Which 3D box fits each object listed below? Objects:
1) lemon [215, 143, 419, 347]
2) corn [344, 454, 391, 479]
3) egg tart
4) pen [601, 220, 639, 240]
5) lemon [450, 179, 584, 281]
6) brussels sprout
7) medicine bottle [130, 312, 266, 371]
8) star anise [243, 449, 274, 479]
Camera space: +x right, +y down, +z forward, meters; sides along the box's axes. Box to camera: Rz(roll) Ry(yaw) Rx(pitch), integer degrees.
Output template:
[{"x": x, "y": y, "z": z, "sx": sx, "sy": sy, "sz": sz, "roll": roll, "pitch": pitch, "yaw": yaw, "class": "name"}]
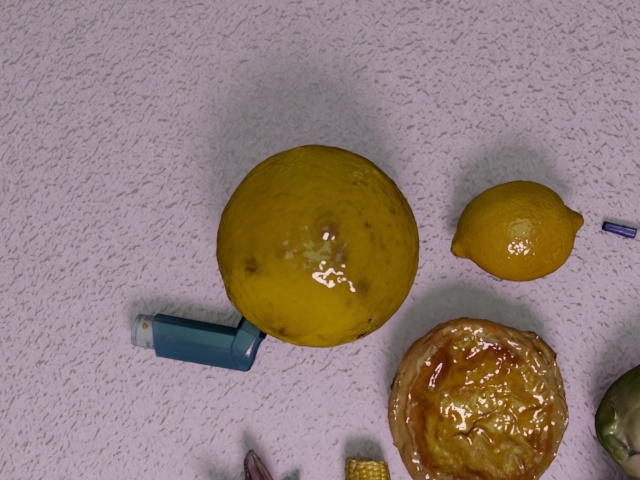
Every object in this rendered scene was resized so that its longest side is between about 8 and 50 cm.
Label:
[{"x": 0.000, "y": 0.000, "z": 1.278, "sx": 0.350, "sy": 0.350, "sz": 0.387, "roll": 16, "pitch": 52, "yaw": 4, "class": "lemon"}, {"x": 0.093, "y": 0.514, "z": 1.328, "sx": 0.093, "sy": 0.093, "sz": 0.244, "roll": -6, "pitch": 83, "yaw": 1, "class": "corn"}, {"x": 0.279, "y": 0.304, "z": 1.331, "sx": 0.341, "sy": 0.129, "sz": 0.341, "roll": 0, "pitch": 82, "yaw": 0, "class": "egg tart"}, {"x": 0.641, "y": -0.003, "z": 1.407, "sx": 0.204, "sy": 0.025, "sz": 0.025, "roll": 15, "pitch": 84, "yaw": 4, "class": "pen"}, {"x": 0.357, "y": -0.016, "z": 1.341, "sx": 0.244, "sy": 0.187, "sz": 0.187, "roll": -9, "pitch": 83, "yaw": 6, "class": "lemon"}, {"x": 0.584, "y": 0.311, "z": 1.259, "sx": 0.244, "sy": 0.244, "sz": 0.244, "roll": 0, "pitch": 83, "yaw": 2, "class": "brussels sprout"}, {"x": -0.221, "y": 0.174, "z": 1.388, "sx": 0.258, "sy": 0.079, "sz": 0.124, "roll": 7, "pitch": 87, "yaw": 3, "class": "medicine bottle"}, {"x": -0.104, "y": 0.515, "z": 1.327, "sx": 0.198, "sy": 0.110, "sz": 0.257, "roll": -33, "pitch": 99, "yaw": -27, "class": "star anise"}]
